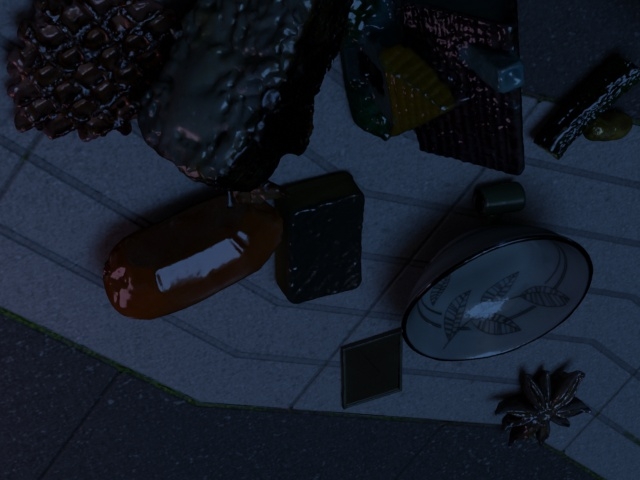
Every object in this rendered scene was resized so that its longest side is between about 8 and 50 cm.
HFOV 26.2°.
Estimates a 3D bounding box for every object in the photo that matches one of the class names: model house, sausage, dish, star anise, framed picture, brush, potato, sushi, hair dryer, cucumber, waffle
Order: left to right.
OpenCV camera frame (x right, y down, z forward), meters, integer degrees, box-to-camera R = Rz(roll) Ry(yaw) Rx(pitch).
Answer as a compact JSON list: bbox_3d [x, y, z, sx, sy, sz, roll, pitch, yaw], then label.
[{"bbox_3d":[-0.266,-0.213,1.682,0.234,0.055,0.221,-3,132,-24],"label":"waffle"},{"bbox_3d":[-0.174,0.020,1.887,0.258,0.133,0.133,-27,136,-10],"label":"sausage"},{"bbox_3d":[-0.077,-0.199,1.659,0.182,0.196,0.343,8,111,-49],"label":"sushi"},{"bbox_3d":[0.000,0.000,2.008,0.123,0.059,0.197,-16,134,-18],"label":"brush"},{"bbox_3d":[0.086,0.214,2.280,0.109,0.011,0.149,-16,134,-16],"label":"framed picture"},{"bbox_3d":[0.176,-0.204,1.789,0.230,0.248,0.280,-22,135,-8],"label":"model house"},{"bbox_3d":[0.263,0.061,2.155,0.317,0.106,0.316,-12,144,-9],"label":"dish"},{"bbox_3d":[0.268,-0.030,2.150,0.071,0.047,0.150,-9,142,-16],"label":"hair dryer"},{"bbox_3d":[0.397,0.294,2.485,0.195,0.065,0.182,-38,131,13],"label":"star anise"},{"bbox_3d":[0.397,-0.199,2.052,0.187,0.058,0.058,-44,135,11],"label":"cucumber"},{"bbox_3d":[0.435,-0.173,2.105,0.092,0.046,0.045,-12,90,-29],"label":"potato"}]
